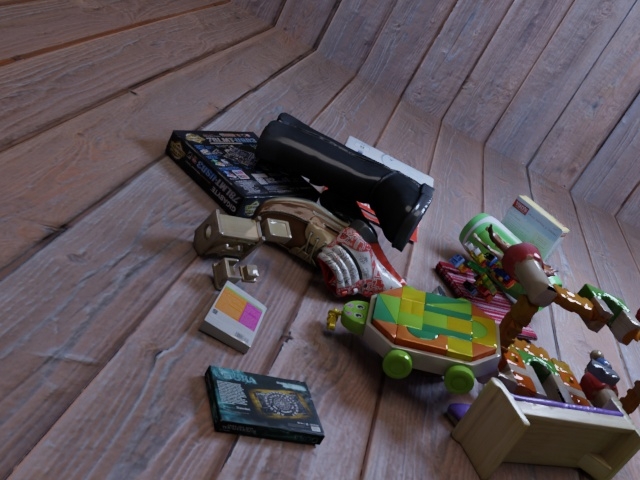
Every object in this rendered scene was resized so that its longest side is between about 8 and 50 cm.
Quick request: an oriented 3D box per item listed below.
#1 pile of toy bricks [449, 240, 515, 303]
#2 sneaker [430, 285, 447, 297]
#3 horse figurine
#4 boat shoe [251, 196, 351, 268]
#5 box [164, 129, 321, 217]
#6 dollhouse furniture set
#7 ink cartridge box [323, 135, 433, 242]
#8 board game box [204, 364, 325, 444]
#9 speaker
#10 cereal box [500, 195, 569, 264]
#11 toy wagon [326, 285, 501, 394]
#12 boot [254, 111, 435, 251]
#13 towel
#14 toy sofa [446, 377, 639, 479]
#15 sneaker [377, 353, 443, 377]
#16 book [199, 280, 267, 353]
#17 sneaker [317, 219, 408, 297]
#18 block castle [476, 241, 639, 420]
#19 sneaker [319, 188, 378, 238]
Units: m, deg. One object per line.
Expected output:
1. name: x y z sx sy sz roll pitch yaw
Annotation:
1. pile of toy bricks: 0.424 0.102 1.990 0.105 0.118 0.212 53 -4 -33
2. sneaker: 0.257 0.169 1.760 0.072 0.077 0.178 54 15 -3
3. horse figurine: 0.486 0.034 1.947 0.174 0.066 0.263 42 11 31
4. boat shoe: 0.000 0.000 1.758 0.323 0.123 0.120 18 32 -22
5. box: -0.191 -0.172 1.937 0.293 0.073 0.295 41 27 26
6. dollhouse furniture set: -0.153 0.041 1.589 0.181 0.101 0.161 9 56 -38
7. ink cartridge box: 0.181 -0.163 2.299 0.308 0.091 0.385 28 23 -3
8. board game box: -0.092 0.268 1.253 0.186 0.026 0.126 16 27 -26
9. speaker: 0.521 0.059 2.121 0.131 0.131 0.296 -2 42 -49
10. cereal box: 0.572 0.016 2.191 0.047 0.240 0.173 0 38 -47
11. toy wagon: 0.182 0.176 1.529 0.344 0.068 0.267 14 28 4
12. boot: 0.046 -0.158 1.865 0.445 0.146 0.367 30 14 3
13. towel: 0.432 0.158 2.022 0.198 0.031 0.275 13 29 -31
14. toy sofa: 0.436 0.358 1.499 0.362 0.150 0.177 14 30 -30
15. sneaker: 0.195 0.230 1.585 0.192 0.064 0.086 7 37 -34
16. book: -0.157 0.142 1.421 0.096 0.035 0.144 31 25 -4
17. sneaker: 0.099 0.098 1.717 0.270 0.145 0.090 56 -15 -22
18. block castle: 0.547 0.217 1.706 0.453 0.303 0.213 22 24 -17
19. sneaker: 0.043 -0.064 1.961 0.130 0.087 0.228 13 34 -44
